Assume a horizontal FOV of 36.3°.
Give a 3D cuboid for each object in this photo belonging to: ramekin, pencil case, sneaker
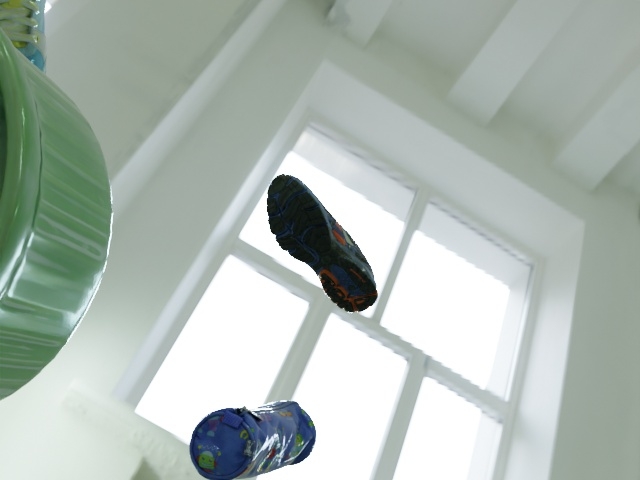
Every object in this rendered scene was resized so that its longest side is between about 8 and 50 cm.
[{"bbox_3d":[-0.290,-0.018,0.655,0.303,0.304,0.148,4,-13,18],"label":"ramekin"},{"bbox_3d":[-0.111,0.346,1.722,0.119,0.306,0.133,29,-85,23],"label":"pencil case"},{"bbox_3d":[-0.413,-0.331,1.300,0.127,0.319,0.208,1,-22,-26],"label":"sneaker"},{"bbox_3d":[0.000,0.000,1.352,0.083,0.087,0.221,-30,-75,16],"label":"sneaker"}]
